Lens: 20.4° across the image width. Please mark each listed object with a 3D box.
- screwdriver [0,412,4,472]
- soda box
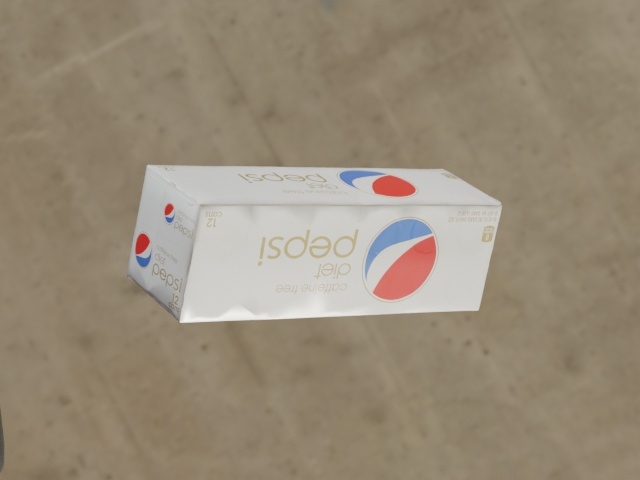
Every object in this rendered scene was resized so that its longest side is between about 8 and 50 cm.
[{"bbox_3d":[-0.137,0.129,0.741,0.025,0.024,0.170,13,-67,51],"label":"screwdriver"},{"bbox_3d":[0.000,0.000,1.051,0.069,0.216,0.074,34,-61,50],"label":"soda box"}]
